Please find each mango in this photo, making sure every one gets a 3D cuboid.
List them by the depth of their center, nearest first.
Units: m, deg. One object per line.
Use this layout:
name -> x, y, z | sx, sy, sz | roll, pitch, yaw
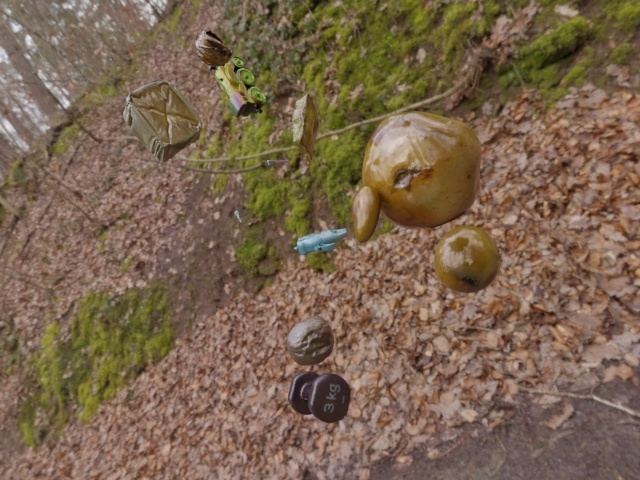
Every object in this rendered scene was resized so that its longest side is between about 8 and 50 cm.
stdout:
mango -> 0.140, -0.085, 1.294 | 0.102, 0.084, 0.184 | -18, 58, 59

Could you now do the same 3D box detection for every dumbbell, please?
dumbbell -> -0.008, 0.483, 1.287 | 0.225, 0.123, 0.141 | -33, 39, 62

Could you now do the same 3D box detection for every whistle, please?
whistle -> 0.000, 0.000, 2.011 | 0.273, 0.093, 0.186 | -17, 21, 9

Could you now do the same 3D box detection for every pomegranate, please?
pomegranate -> 0.345, -0.246, 1.404 | 0.416, 0.417, 0.417 | -33, 12, 8

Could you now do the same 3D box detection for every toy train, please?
toy train -> -0.350, -0.649, 1.715 | 0.160, 0.297, 0.100 | -24, -13, -43

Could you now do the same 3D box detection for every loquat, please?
loquat -> 0.572, 0.073, 1.612 | 0.262, 0.263, 0.263 | -33, 12, 8

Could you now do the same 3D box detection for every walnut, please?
walnut -> -0.047, 0.535, 2.186 | 0.273, 0.273, 0.227 | -39, 12, -20

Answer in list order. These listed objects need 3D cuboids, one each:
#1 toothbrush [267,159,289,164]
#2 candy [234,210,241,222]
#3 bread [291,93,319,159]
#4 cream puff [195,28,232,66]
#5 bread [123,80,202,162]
toothbrush -> -0.220, -0.414, 2.178 | 0.020, 0.025, 0.286 | -9, 9, 17
candy -> -0.345, -0.096, 1.738 | 0.025, 0.023, 0.083 | -60, 40, 24
bread -> -0.062, -0.452, 1.641 | 0.161, 0.088, 0.233 | 68, -149, -67
cream puff -> -0.386, -0.679, 1.474 | 0.104, 0.119, 0.133 | -50, -27, 19
bread -> -0.492, -0.375, 1.296 | 0.109, 0.210, 0.192 | -24, 20, 51
